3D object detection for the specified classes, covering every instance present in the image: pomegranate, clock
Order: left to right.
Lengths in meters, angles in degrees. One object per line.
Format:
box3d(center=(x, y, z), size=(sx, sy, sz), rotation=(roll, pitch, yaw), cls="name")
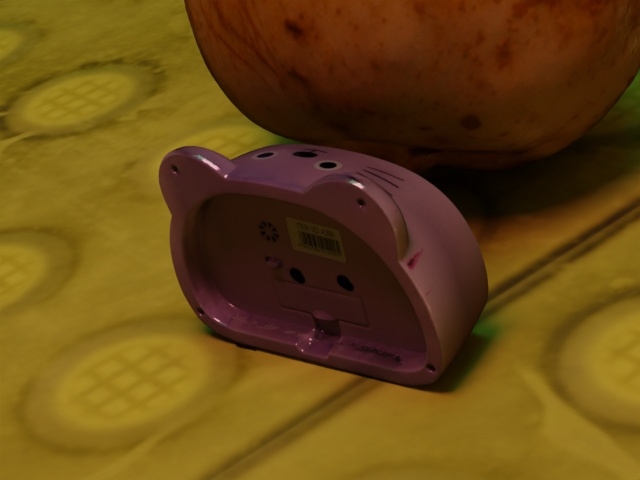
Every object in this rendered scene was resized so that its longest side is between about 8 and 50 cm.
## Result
box3d(center=(0.000, 0.000, 0.764), size=(0.152, 0.110, 0.050), rotation=(11, 40, 36), cls="clock")
box3d(center=(0.050, -0.134, 0.873), size=(0.248, 0.248, 0.248), rotation=(-11, 29, 6), cls="pomegranate")
